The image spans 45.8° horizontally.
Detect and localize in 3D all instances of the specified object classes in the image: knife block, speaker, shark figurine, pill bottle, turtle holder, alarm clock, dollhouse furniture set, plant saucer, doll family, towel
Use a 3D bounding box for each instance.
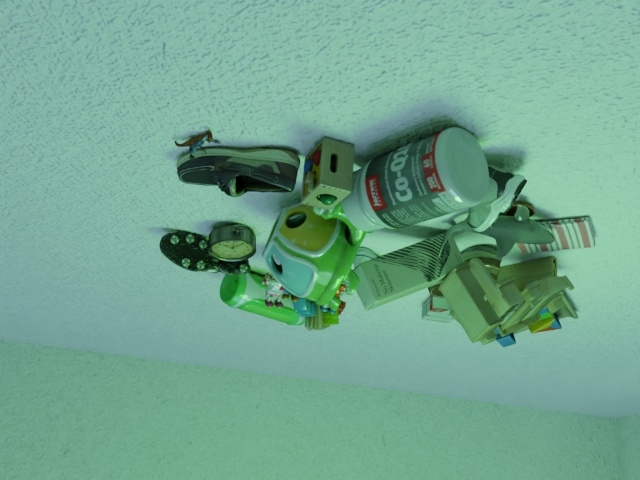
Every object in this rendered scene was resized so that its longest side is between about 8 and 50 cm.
[{"bbox_3d":[0.527,0.126,2.167,0.241,0.088,0.276,3,158,1],"label":"knife block"},{"bbox_3d":[-0.169,0.183,2.405,0.296,0.131,0.131,22,153,-36],"label":"speaker"},{"bbox_3d":[0.405,-0.007,1.803,0.278,0.116,0.166,1,158,23],"label":"shark figurine"},{"bbox_3d":[0.185,-0.114,1.546,0.161,0.161,0.283,23,151,-39],"label":"pill bottle"},{"bbox_3d":[-0.008,0.018,1.810,0.227,0.244,0.320,24,170,-6],"label":"turtle holder"},{"bbox_3d":[-0.233,-0.003,2.034,0.129,0.064,0.192,6,155,-16],"label":"alarm clock"},{"bbox_3d":[0.506,0.101,1.929,0.355,0.174,0.303,-19,156,-24],"label":"dollhouse furniture set"},{"bbox_3d":[0.464,-0.071,1.792,0.083,0.013,0.083,3,159,1],"label":"plant saucer"},{"bbox_3d":[-0.046,0.104,2.175,0.262,0.118,0.163,6,127,-13],"label":"doll family"},{"bbox_3d":[0.579,-0.016,1.892,0.196,0.029,0.144,-5,153,23],"label":"towel"}]

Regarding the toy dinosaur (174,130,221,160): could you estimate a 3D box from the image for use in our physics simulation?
[{"bbox_3d":[-0.257,-0.204,1.582,0.090,0.047,0.082,22,136,-13],"label":"toy dinosaur"}]

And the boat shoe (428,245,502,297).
[{"bbox_3d":[0.393,0.116,2.132,0.123,0.117,0.324,11,157,-15],"label":"boat shoe"}]

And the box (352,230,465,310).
[{"bbox_3d":[0.223,0.077,1.929,0.275,0.113,0.094,-20,167,-21],"label":"box"}]

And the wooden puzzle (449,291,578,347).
[{"bbox_3d":[0.624,0.256,2.412,0.347,0.081,0.322,-18,151,22],"label":"wooden puzzle"}]

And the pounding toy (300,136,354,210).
[{"bbox_3d":[0.004,-0.131,1.568,0.100,0.141,0.130,13,157,-19],"label":"pounding toy"}]

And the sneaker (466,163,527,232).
[{"bbox_3d":[0.365,-0.099,1.663,0.108,0.100,0.271,33,165,7],"label":"sneaker"}]

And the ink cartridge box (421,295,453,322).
[{"bbox_3d":[0.395,0.222,2.474,0.099,0.056,0.135,7,157,-7],"label":"ink cartridge box"}]

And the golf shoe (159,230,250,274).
[{"bbox_3d":[-0.335,0.051,2.150,0.272,0.105,0.120,17,162,-26],"label":"golf shoe"}]

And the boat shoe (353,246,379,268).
[{"bbox_3d":[0.158,0.092,2.177,0.083,0.076,0.226,-13,152,38],"label":"boat shoe"}]

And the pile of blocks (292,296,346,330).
[{"bbox_3d":[0.003,0.196,2.370,0.112,0.149,0.362,-4,156,21],"label":"pile of blocks"}]

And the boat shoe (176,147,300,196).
[{"bbox_3d":[-0.185,-0.141,1.645,0.285,0.093,0.103,-1,158,13],"label":"boat shoe"}]
